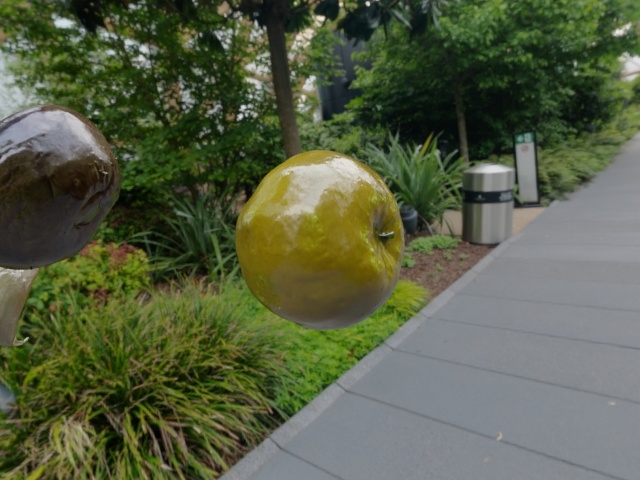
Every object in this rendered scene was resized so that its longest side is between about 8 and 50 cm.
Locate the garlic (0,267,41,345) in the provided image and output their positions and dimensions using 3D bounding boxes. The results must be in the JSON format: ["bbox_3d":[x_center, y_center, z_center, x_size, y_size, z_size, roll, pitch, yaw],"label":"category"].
[{"bbox_3d":[-0.730,0.139,0.947,0.145,0.245,0.164,17,4,12],"label":"garlic"}]

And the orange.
[{"bbox_3d":[0.000,0.000,0.637,0.235,0.279,0.279,-7,11,33],"label":"orange"}]

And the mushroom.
[{"bbox_3d":[-0.363,-0.061,0.550,0.138,0.231,0.194,22,6,-14],"label":"mushroom"}]
